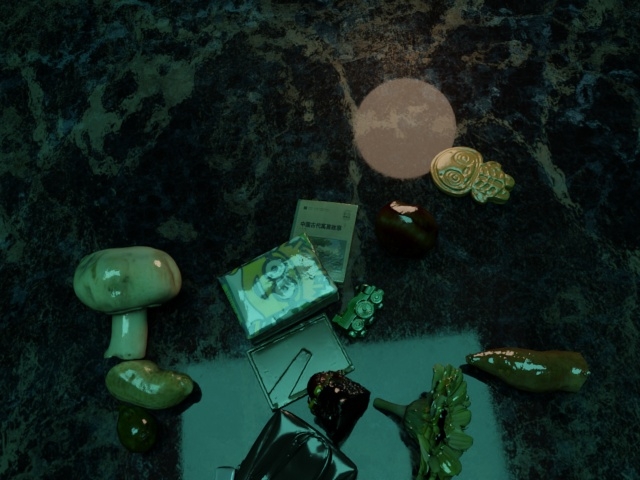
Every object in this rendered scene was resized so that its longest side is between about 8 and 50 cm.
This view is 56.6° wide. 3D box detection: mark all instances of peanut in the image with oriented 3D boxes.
[{"bbox_3d":[-0.499,0.420,1.739,0.253,0.122,0.137,16,50,8],"label":"peanut"}]

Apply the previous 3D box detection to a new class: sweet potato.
[{"bbox_3d":[0.586,0.371,1.702,0.336,0.131,0.131,2,64,5],"label":"sweet potato"}]

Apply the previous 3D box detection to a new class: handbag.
[{"bbox_3d":[-0.071,0.636,1.621,0.285,0.113,0.257,34,77,17],"label":"handbag"}]

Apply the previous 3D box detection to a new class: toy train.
[{"bbox_3d":[0.124,0.215,1.835,0.104,0.071,0.178,27,69,26],"label":"toy train"}]

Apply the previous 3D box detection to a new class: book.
[{"bbox_3d":[0.000,0.000,1.969,0.214,0.025,0.283,6,66,8],"label":"book"}]

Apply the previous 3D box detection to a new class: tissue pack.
[{"bbox_3d":[-0.127,0.146,1.837,0.310,0.128,0.228,-28,70,-5],"label":"tissue pack"}]

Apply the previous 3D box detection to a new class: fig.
[{"bbox_3d":[-0.535,0.519,1.704,0.117,0.117,0.177,-32,49,-12],"label":"fig"}]

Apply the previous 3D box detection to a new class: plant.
[{"bbox_3d":[0.289,0.465,1.597,0.296,0.261,0.306,31,58,17],"label":"plant"}]

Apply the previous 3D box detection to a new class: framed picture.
[{"bbox_3d":[-0.064,0.363,1.799,0.281,0.019,0.209,-24,66,-8],"label":"framed picture"}]

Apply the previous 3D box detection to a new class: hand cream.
[{"bbox_3d":[-0.271,0.746,1.606,0.079,0.048,0.256,-15,60,35],"label":"hand cream"}]

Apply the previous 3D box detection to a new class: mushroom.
[{"bbox_3d":[-0.581,0.184,1.795,0.314,0.314,0.337,2,86,4],"label":"mushroom"}]

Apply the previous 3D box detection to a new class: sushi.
[{"bbox_3d":[0.035,0.443,1.679,0.150,0.153,0.172,23,28,28],"label":"sushi"}]

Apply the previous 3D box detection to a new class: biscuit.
[{"bbox_3d":[0.518,-0.220,2.039,0.288,0.044,0.202,28,68,18],"label":"biscuit"}]

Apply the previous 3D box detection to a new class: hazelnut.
[{"bbox_3d":[0.277,-0.033,1.897,0.203,0.178,0.178,20,63,-21],"label":"hazelnut"}]
